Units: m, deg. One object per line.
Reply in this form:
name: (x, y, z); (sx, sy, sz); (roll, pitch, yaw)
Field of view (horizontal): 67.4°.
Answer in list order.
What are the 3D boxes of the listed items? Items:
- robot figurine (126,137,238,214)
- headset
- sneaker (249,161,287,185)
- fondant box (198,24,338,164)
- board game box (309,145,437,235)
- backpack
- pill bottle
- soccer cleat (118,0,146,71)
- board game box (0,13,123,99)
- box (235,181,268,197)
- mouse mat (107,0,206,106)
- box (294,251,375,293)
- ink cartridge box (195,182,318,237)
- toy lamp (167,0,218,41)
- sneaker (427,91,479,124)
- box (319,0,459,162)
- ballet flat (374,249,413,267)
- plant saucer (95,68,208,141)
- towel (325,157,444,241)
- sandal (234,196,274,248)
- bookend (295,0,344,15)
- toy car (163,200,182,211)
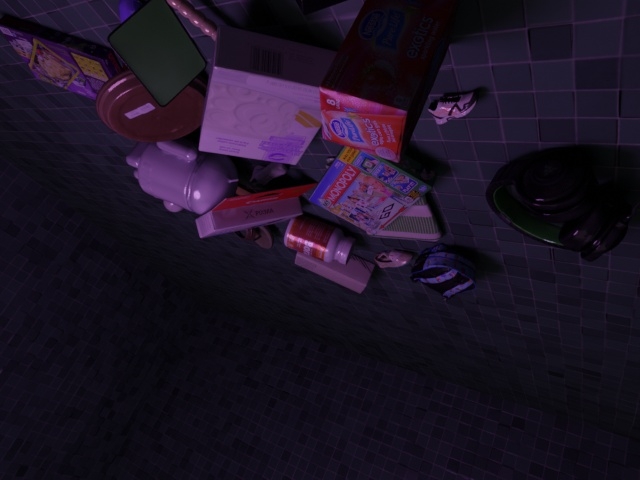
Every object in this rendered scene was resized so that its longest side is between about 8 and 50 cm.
robot figurine: (-0.399, -0.199, 1.448); (0.353, 0.200, 0.300); (21, 157, 11)
headset: (0.499, -0.086, 0.904); (0.243, 0.185, 0.394); (37, 170, -17)
sneaker: (-0.150, -0.190, 1.392); (0.053, 0.061, 0.152); (42, 151, -30)
fondant box: (-0.118, -0.281, 1.007); (0.238, 0.096, 0.330); (6, 164, -17)
board game box: (0.114, -0.130, 1.184); (0.213, 0.046, 0.317); (27, 155, -7)
backpack: (0.367, 0.085, 1.376); (0.158, 0.117, 0.173); (30, 158, -10)
pill bottle: (0.000, 0.000, 1.567); (0.216, 0.121, 0.121); (21, 157, 12)
soccer cleat: (-0.408, -0.413, 1.101); (0.108, 0.116, 0.318); (27, 157, 0)
board game box: (-0.692, -0.486, 1.333); (0.346, 0.056, 0.208); (21, 153, 11)
box: (-0.246, -0.131, 1.669); (0.164, 0.021, 0.201); (27, 158, -3)
mouse mat: (-0.340, -0.399, 1.023); (0.007, 0.152, 0.190); (33, 165, 36)
box: (0.049, 0.085, 1.737); (0.275, 0.094, 0.113); (25, 158, 1)
ink cartridge box: (-0.182, -0.084, 1.402); (0.296, 0.066, 0.261); (-14, 178, -32)
toy lamp: (-0.254, -0.444, 0.930); (0.274, 0.080, 0.080); (36, 155, -25)
sneaker: (0.242, -0.249, 0.883); (0.043, 0.040, 0.109); (38, 154, -22)
box: (0.105, -0.263, 0.712); (0.128, 0.257, 0.123); (20, 158, 13)
ballet flat: (0.229, 0.058, 1.546); (0.052, 0.057, 0.168); (43, 153, -15)
plant saucer: (-0.396, -0.321, 1.170); (0.278, 0.041, 0.278); (-16, 162, -5)
towel: (0.176, -0.104, 1.275); (0.248, 0.038, 0.325); (6, 149, 36)
sandal: (-0.280, -0.057, 1.720); (0.120, 0.086, 0.303); (7, 151, 38)
bookend: (0.017, -0.419, 0.680); (0.157, 0.156, 0.072); (-21, 152, -4)
toy car: (-0.501, -0.203, 1.658); (0.136, 0.159, 0.182); (-22, 140, 11)
